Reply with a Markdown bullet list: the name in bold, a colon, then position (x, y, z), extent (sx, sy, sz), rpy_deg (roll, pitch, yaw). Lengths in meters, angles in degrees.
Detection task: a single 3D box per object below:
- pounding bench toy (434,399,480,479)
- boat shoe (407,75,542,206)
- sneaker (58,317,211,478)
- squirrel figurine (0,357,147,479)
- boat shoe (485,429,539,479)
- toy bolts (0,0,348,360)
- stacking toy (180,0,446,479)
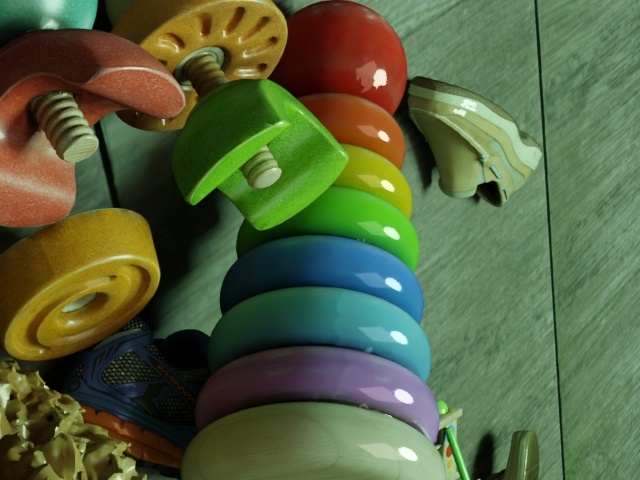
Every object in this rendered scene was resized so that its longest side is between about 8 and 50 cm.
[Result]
- **pounding bench toy**: position (0.086, 0.156, 1.062), extent (0.052, 0.083, 0.065), rpy_deg (-22, 117, -51)
- **boat shoe**: position (0.114, -0.066, 1.060), extent (0.190, 0.068, 0.072), rpy_deg (25, 90, -55)
- **sneaker**: position (-0.070, 0.099, 0.829), extent (0.221, 0.083, 0.087), rpy_deg (30, 68, -57)
- **squirrel figurine**: position (-0.139, 0.146, 0.480), extent (0.397, 0.370, 0.281), rpy_deg (8, 92, -56)
- **boat shoe**: position (0.161, 0.228, 1.224), extent (0.050, 0.045, 0.135), rpy_deg (-14, 113, -64)
- **toy bolts**: position (-0.132, -0.070, 0.686), extent (0.218, 0.158, 0.228), rpy_deg (-38, 157, 11)
- **stacking toy**: position (0.000, 0.000, 0.811), extent (0.141, 0.141, 0.330), rpy_deg (48, 36, -49)
